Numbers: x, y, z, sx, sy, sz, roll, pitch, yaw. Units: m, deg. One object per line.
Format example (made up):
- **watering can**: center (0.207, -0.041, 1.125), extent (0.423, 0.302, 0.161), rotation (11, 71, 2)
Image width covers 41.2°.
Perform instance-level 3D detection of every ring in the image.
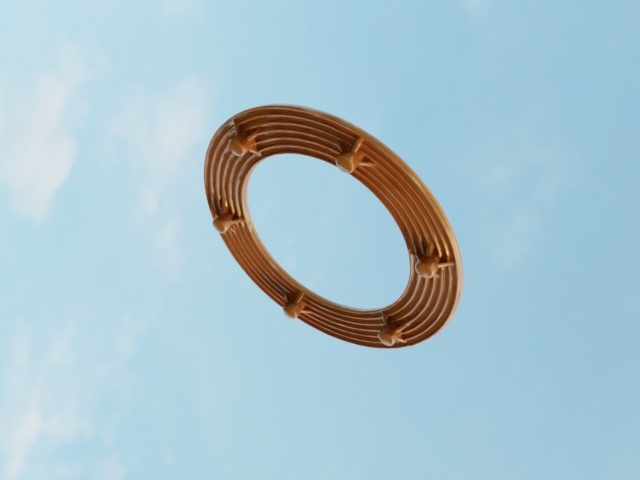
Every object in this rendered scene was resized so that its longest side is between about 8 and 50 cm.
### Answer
- **ring**: center (0.000, 0.000, 0.951), extent (0.336, 0.032, 0.336), rotation (24, -40, 22)
